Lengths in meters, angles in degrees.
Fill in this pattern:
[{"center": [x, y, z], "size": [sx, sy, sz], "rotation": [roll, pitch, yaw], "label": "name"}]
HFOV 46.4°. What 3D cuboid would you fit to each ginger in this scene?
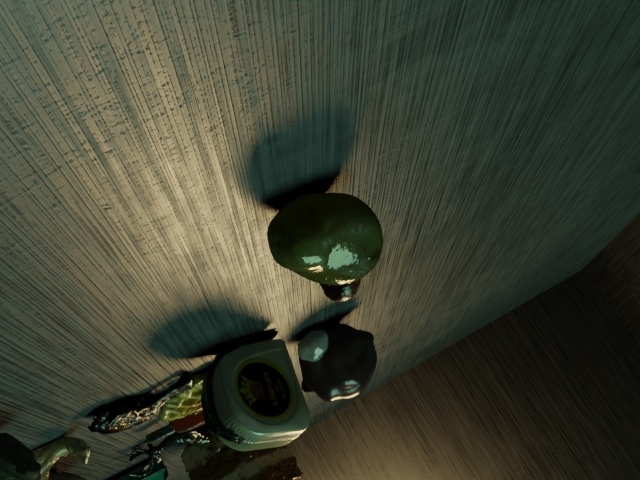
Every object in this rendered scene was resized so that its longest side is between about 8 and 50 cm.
[{"center": [-0.626, 0.508, 1.638], "size": [0.288, 0.075, 0.089], "rotation": [-27, 139, 3], "label": "ginger"}]

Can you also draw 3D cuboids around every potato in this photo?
[{"center": [0.000, 0.000, 1.186], "size": [0.194, 0.157, 0.157], "rotation": [-8, 150, -47], "label": "potato"}]

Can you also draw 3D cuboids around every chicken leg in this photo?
[{"center": [-0.399, 0.369, 1.675], "size": [0.253, 0.051, 0.106], "rotation": [-22, 155, -34], "label": "chicken leg"}]

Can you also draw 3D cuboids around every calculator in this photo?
[{"center": [-0.613, 0.786, 2.395], "size": [0.248, 0.058, 0.274], "rotation": [-25, 161, -20], "label": "calculator"}]

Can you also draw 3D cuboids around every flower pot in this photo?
[{"center": [-0.584, 0.416, 1.298], "size": [0.140, 0.235, 0.235], "rotation": [-53, 163, -8], "label": "flower pot"}]

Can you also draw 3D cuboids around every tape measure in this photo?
[{"center": [-0.169, 0.335, 1.690], "size": [0.231, 0.271, 0.133], "rotation": [5, 143, -37], "label": "tape measure"}]

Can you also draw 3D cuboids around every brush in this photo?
[{"center": [-0.317, 0.456, 1.995], "size": [0.323, 0.070, 0.051], "rotation": [-26, 160, -6], "label": "brush"}]

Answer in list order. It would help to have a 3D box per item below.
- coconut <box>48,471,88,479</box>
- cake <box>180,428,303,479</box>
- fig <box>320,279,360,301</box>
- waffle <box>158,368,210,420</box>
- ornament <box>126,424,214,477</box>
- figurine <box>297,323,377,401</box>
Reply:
[{"center": [-0.658, 0.706, 1.768], "size": [0.353, 0.352, 0.352], "rotation": [-28, 161, -10], "label": "coconut"}, {"center": [-0.252, 0.721, 2.428], "size": [0.256, 0.290, 0.282], "rotation": [-35, 162, 15], "label": "cake"}, {"center": [0.056, 0.074, 1.573], "size": [0.125, 0.089, 0.089], "rotation": [-31, 167, -46], "label": "fig"}, {"center": [-0.282, 0.374, 1.857], "size": [0.261, 0.056, 0.250], "rotation": [-24, 160, -15], "label": "waffle"}, {"center": [-0.444, 0.603, 2.163], "size": [0.236, 0.080, 0.202], "rotation": [-33, 159, -2], "label": "ornament"}, {"center": [0.043, 0.321, 2.115], "size": [0.218, 0.206, 0.365], "rotation": [-7, -176, -4], "label": "figurine"}]
